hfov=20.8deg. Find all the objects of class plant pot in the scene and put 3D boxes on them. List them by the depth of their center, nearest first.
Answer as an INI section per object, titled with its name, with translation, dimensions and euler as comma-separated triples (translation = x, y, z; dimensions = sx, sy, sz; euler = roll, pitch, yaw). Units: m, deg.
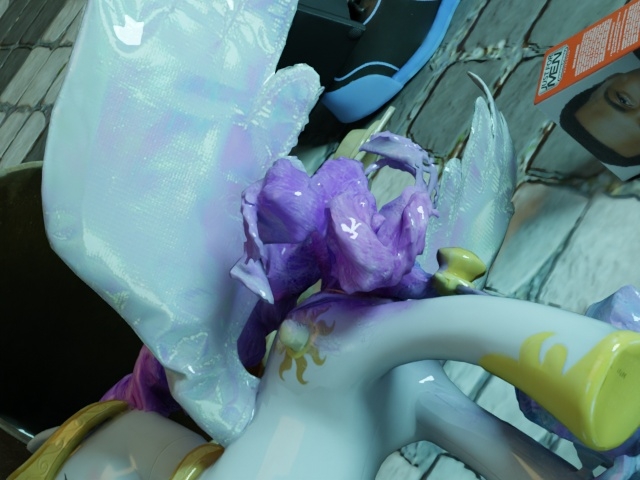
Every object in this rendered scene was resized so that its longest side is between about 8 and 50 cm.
[plant pot]
translation = -0.177, 0.103, 1.102
dimensions = 0.230, 0.215, 0.215
euler = -54, 17, 45

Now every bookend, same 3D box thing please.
[bookend]
translation = -0.045, -0.151, 1.215
dimensions = 0.157, 0.072, 0.156
euler = -55, 32, 40

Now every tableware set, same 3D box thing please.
[tableware set]
translation = 0.000, 0.000, 1.012
dimensions = 0.141, 0.020, 0.169
euler = -56, -13, -23

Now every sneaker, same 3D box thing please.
[sneaker]
translation = 0.058, -0.193, 1.183
dimensions = 0.232, 0.090, 0.081
euler = -53, 25, 0

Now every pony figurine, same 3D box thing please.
[pony figurine]
translation = 0.002, 0.063, 0.780
dimensions = 0.363, 0.303, 0.351
euler = 24, 87, 50

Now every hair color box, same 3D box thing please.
[hair color box]
translation = 0.180, -0.088, 0.848
dimensions = 0.141, 0.072, 0.043
euler = -29, 33, 44
